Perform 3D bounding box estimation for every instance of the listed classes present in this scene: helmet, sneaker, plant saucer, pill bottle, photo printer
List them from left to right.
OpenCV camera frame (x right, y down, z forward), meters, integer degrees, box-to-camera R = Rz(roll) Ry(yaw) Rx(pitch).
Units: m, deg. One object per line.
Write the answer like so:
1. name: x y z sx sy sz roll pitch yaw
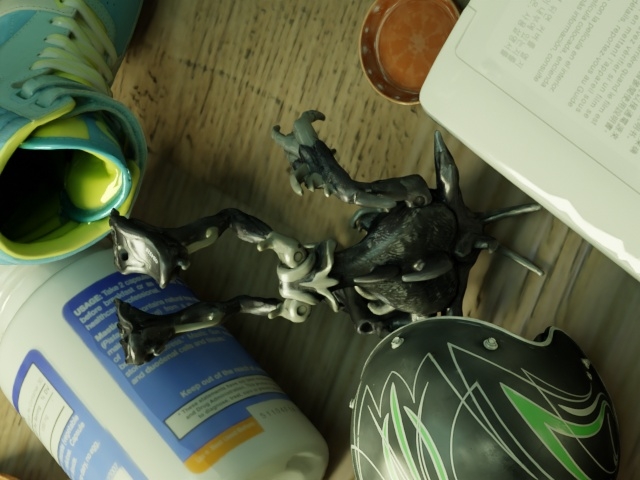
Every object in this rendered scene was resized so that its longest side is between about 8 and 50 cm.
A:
1. sneaker: -0.166 -0.101 1.225 0.208 0.127 0.319 2 56 47
2. pill bottle: -0.133 0.101 1.266 0.272 0.152 0.152 47 114 25
3. plant saucer: 0.064 -0.134 1.213 0.083 0.013 0.083 1 92 33
4. helmet: 0.099 0.130 1.105 0.169 0.161 0.169 1 91 34
5. photo printer: 0.237 -0.094 1.042 0.307 0.107 0.256 40 112 26

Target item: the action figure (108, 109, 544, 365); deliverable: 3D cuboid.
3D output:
1. action figure: 0.000 0.000 1.169 0.141 0.275 0.164 -118 22 -57

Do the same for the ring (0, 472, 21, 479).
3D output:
1. ring: -0.263 0.346 1.367 0.336 0.032 0.337 -6 82 52
